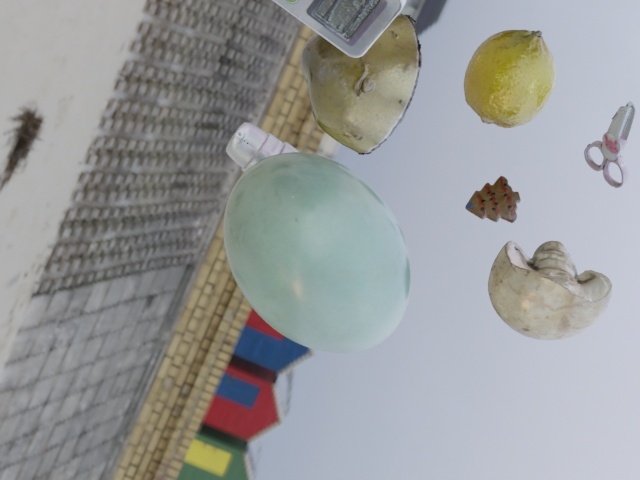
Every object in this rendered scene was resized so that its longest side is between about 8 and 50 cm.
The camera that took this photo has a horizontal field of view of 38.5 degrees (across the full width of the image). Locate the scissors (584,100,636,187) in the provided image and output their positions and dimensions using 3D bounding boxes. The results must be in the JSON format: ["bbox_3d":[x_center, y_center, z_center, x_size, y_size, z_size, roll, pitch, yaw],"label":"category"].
[{"bbox_3d":[0.629,-0.210,1.955,0.030,0.118,0.242,-32,154,-17],"label":"scissors"}]

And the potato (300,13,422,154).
[{"bbox_3d":[0.032,-0.218,1.176,0.182,0.117,0.202,-54,-147,40],"label":"potato"}]

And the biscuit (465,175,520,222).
[{"bbox_3d":[0.405,-0.090,2.154,0.019,0.130,0.119,70,7,-69],"label":"biscuit"}]

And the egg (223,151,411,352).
[{"bbox_3d":[0.000,0.026,1.490,0.276,0.389,0.276,-24,-142,21],"label":"egg"}]

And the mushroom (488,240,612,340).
[{"bbox_3d":[0.473,0.112,1.958,0.195,0.253,0.189,-70,-176,-59],"label":"mushroom"}]

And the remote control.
[{"bbox_3d":[-0.033,-0.294,0.945,0.103,0.250,0.034,-42,-162,47],"label":"remote control"}]

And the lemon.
[{"bbox_3d":[0.411,-0.350,1.979,0.231,0.192,0.192,-61,-174,25],"label":"lemon"}]

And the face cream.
[{"bbox_3d":[-0.027,-0.094,1.718,0.102,0.345,0.102,-49,-167,15],"label":"face cream"}]
